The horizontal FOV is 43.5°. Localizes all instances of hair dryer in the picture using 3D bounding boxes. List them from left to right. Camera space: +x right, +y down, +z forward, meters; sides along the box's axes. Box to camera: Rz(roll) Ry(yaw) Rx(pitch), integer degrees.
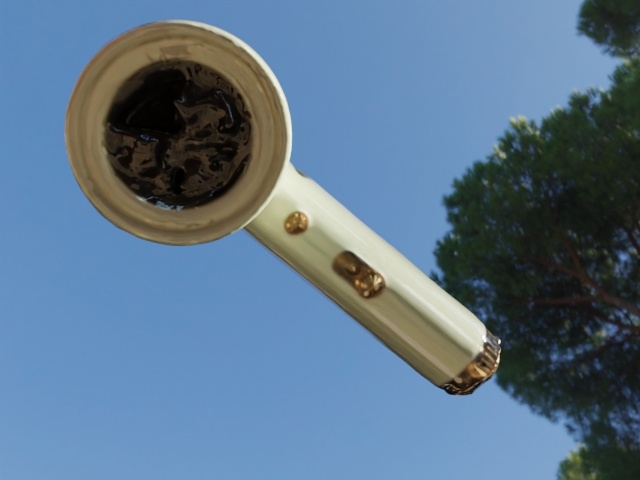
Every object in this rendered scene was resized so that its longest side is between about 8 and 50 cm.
[{"bbox_3d":[0.000,0.000,0.558,0.362,0.203,0.128,39,-88,-11],"label":"hair dryer"}]
